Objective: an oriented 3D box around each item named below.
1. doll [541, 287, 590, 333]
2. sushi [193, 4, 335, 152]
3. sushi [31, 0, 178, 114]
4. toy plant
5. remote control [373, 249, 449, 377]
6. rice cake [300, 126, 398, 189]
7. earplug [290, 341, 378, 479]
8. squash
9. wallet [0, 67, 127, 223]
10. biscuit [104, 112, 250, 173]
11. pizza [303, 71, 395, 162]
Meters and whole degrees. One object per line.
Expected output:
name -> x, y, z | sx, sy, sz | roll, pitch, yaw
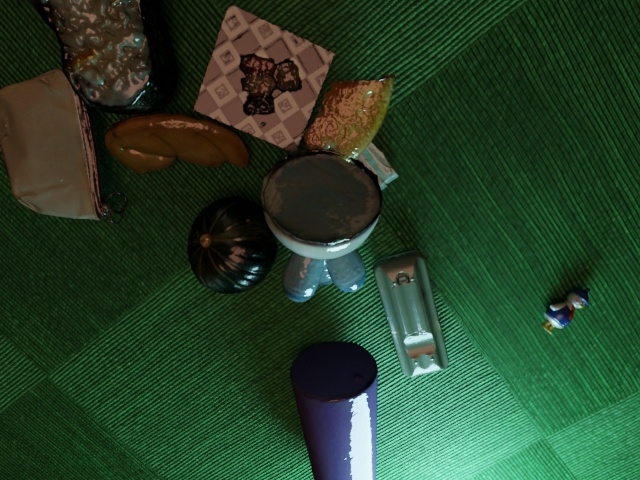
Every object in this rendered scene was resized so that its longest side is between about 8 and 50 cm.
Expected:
doll -> 0.602, 0.168, 1.087 | 0.098, 0.058, 0.143 | 36, 102, -32
sushi -> -0.118, -0.333, 0.938 | 0.231, 0.047, 0.220 | 21, 105, -10
sushi -> -0.401, -0.418, 0.851 | 0.210, 0.171, 0.351 | -14, 107, 5
toy plant -> 0.000, 0.000, 0.944 | 0.246, 0.248, 0.332 | 3, 145, 1
remote control -> 0.229, 0.191, 1.102 | 0.127, 0.066, 0.336 | -16, 109, 6
rice cake -> 0.067, -0.189, 0.984 | 0.124, 0.038, 0.211 | -34, 104, 13
earplug -> 0.052, 0.506, 1.160 | 0.214, 0.215, 0.457 | -4, 114, 4
squash -> -0.195, 0.010, 0.992 | 0.172, 0.218, 0.218 | 8, 116, -43
wallet -> -0.587, -0.195, 0.978 | 0.274, 0.068, 0.336 | 1, 109, 11
biscuit -> -0.309, -0.207, 0.956 | 0.298, 0.045, 0.154 | -3, 147, 3
pizza -> 0.050, -0.239, 0.917 | 0.134, 0.056, 0.271 | 27, 113, -9
